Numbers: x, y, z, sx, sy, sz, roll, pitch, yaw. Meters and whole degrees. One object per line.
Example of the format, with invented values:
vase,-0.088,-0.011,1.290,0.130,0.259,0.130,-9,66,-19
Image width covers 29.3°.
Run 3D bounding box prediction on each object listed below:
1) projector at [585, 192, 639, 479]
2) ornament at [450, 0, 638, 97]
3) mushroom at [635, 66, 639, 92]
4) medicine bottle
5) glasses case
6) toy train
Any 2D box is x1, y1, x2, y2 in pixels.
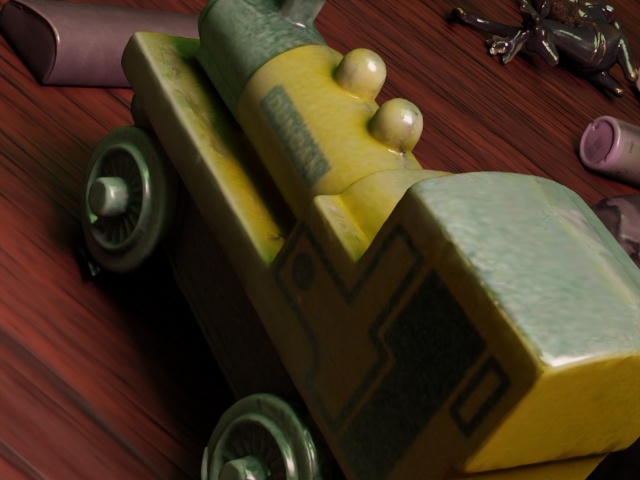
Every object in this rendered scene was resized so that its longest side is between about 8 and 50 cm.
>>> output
projector,0.309,0.183,0.673,0.405,0.242,0.395,8,41,-36
ornament,0.233,-0.263,1.368,0.236,0.080,0.202,10,42,-35
mushroom,0.478,-0.150,1.450,0.223,0.081,0.092,32,13,-10
medicine bottle,0.354,-0.074,1.247,0.199,0.057,0.057,16,36,-30
glasses case,-0.136,-0.145,0.896,0.191,0.042,0.072,-5,41,-47
toy train,0.000,0.000,0.633,0.150,0.237,0.369,1,44,-40
